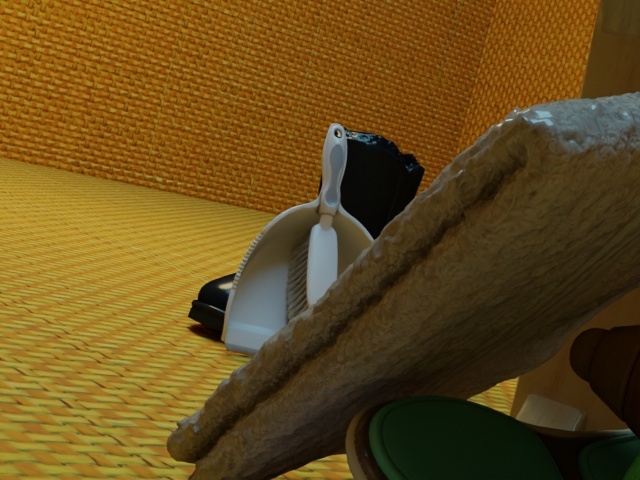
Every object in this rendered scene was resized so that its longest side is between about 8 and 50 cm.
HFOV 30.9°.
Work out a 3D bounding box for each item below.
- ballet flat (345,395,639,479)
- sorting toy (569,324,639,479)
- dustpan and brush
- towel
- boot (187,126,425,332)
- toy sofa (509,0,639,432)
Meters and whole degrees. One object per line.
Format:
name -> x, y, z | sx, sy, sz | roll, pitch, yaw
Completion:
ballet flat -> 0.099, 0.127, 0.537 | 0.248, 0.086, 0.086 | 13, 4, -33
sorting toy -> 0.097, 0.092, 0.435 | 0.126, 0.127, 0.365 | 21, 22, 33
dustpan and brush -> 0.000, 0.000, 0.991 | 0.147, 0.211, 0.060 | 13, -30, -17
towel -> 0.066, 0.031, 0.521 | 0.187, 0.282, 0.049 | -10, 63, -43
boot -> -0.007, -0.007, 1.085 | 0.094, 0.207, 0.246 | 18, 6, 40
toy sofa -> 0.222, -0.002, 0.706 | 0.150, 0.363, 0.177 | 16, 9, 31
